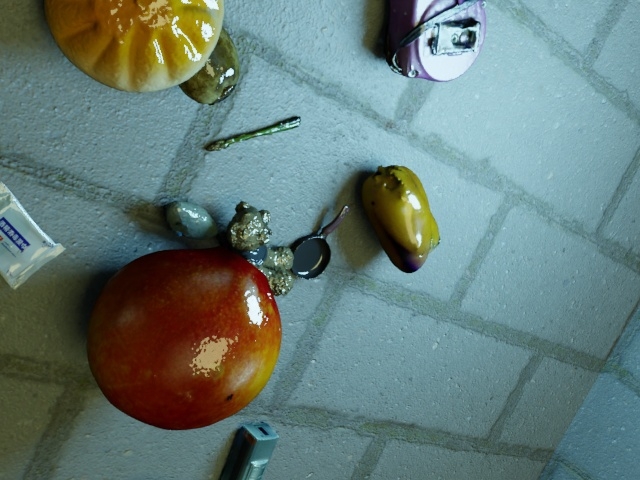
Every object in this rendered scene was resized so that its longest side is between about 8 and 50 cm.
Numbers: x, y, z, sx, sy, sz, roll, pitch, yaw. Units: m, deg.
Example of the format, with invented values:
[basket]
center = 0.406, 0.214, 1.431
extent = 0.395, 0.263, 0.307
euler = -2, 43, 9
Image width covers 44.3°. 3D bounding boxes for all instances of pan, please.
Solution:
[pan]
center = -0.001, -0.002, 1.884
extent = 0.115, 0.040, 0.212
euler = 23, 105, -41

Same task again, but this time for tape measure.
[tape measure]
center = 0.252, -0.469, 1.753
extent = 0.245, 0.149, 0.231
euler = -19, 122, -28

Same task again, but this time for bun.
[bun]
center = -0.304, -0.390, 1.305
extent = 0.299, 0.165, 0.298
euler = -3, 106, -9

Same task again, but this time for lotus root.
[lotus root]
center = -0.224, -0.357, 1.477
extent = 0.138, 0.138, 0.213
euler = -27, 114, -23

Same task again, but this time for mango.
[mango]
center = 0.200, -0.055, 1.914
extent = 0.153, 0.201, 0.287
euler = -26, 118, 1

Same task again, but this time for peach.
[peach]
center = -0.259, 0.184, 1.566
extent = 0.389, 0.388, 0.388
euler = -17, 122, -29

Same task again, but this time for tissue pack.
[tissue pack]
center = -0.581, -0.007, 1.458
extent = 0.122, 0.026, 0.193
euler = -42, 132, -12

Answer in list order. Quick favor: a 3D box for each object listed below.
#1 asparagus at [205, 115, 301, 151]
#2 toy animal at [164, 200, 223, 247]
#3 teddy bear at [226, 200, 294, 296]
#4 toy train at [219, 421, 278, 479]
[asparagus]
center = -0.139, -0.226, 1.678
extent = 0.233, 0.023, 0.022
euler = -21, 80, -27
[toy animal]
center = -0.253, -0.015, 1.685
extent = 0.079, 0.070, 0.253
euler = -17, 145, 13
[teddy bear]
center = -0.148, 0.028, 1.736
extent = 0.129, 0.181, 0.251
euler = -17, 135, 9
[toy train]
center = -0.220, 0.669, 2.050
extent = 0.086, 0.089, 0.409
euler = 7, 108, -45
